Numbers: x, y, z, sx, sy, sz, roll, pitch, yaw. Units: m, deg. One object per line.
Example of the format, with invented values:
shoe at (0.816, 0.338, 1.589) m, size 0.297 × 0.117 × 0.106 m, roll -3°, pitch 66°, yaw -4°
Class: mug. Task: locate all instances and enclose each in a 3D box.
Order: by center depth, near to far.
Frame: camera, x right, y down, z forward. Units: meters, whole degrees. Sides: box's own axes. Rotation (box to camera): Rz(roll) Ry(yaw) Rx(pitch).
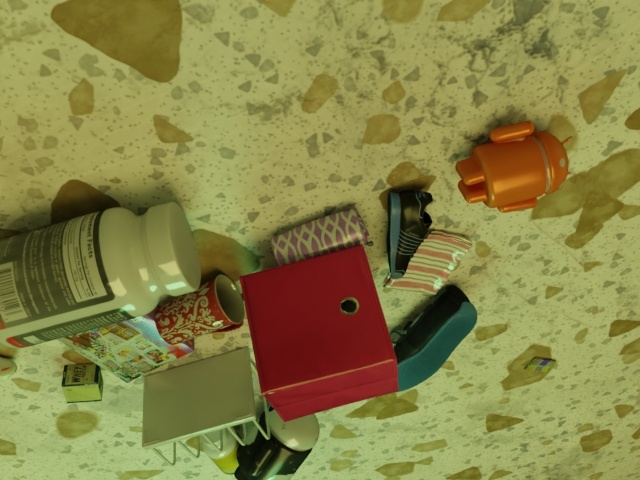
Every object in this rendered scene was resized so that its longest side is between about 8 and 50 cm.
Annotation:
mug at (-0.258, 0.172, 1.396) m, size 0.169 × 0.113 × 0.150 m, roll -24°, pitch 113°, yaw 16°

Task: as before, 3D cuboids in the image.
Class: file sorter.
file sorter at (-0.279, 0.425, 1.595) m, size 0.277 × 0.193 × 0.173 m, roll -17°, pitch 138°, yaw 4°

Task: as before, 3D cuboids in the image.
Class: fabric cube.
fabric cube at (0.002, 0.195, 1.309) m, size 0.258 × 0.254 × 0.259 m, roll -14°, pitch 152°, yaw 0°

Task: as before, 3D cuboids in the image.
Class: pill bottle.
pill bottle at (-0.422, 0.058, 1.179) m, size 0.362 × 0.210 × 0.210 m, roll -15°, pitch 136°, yaw 2°
pill bottle at (-0.275, 0.587, 1.818) m, size 0.103 × 0.103 × 0.184 m, roll -16°, pitch 136°, yaw 4°

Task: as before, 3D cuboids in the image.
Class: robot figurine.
robot figurine at (0.375, -0.138, 1.221) m, size 0.219 × 0.158 × 0.128 m, roll -14°, pitch 175°, yaw 2°
robot figurine at (-0.124, 0.565, 1.757) m, size 0.173 × 0.209 × 0.278 m, roll 28°, pitch 105°, yaw -26°

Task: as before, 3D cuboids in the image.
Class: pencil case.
pencil case at (0.000, 0.000, 1.312) m, size 0.206 × 0.087 × 0.088 m, roll -17°, pitch 169°, yaw 6°

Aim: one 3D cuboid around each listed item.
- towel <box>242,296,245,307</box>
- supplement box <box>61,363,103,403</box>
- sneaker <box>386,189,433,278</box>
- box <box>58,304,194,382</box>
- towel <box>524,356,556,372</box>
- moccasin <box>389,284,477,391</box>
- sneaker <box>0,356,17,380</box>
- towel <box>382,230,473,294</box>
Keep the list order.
towel at (-0.105, 0.124, 1.448) m, size 0.148 × 0.027 × 0.110 m, roll -39°, pitch 129°, yaw 26°
supplement box at (-0.576, 0.346, 1.543) m, size 0.083 × 0.056 × 0.083 m, roll -2°, pitch 135°, yaw -10°
sneaker at (0.188, -0.007, 1.343) m, size 0.090 × 0.081 × 0.232 m, roll -3°, pitch 134°, yaw 1°
box at (-0.449, 0.199, 1.423) m, size 0.200 × 0.057 × 0.293 m, roll -26°, pitch 134°, yaw 14°
towel at (0.646, 0.366, 1.871) m, size 0.083 × 0.009 × 0.060 m, roll 11°, pitch 130°, yaw -22°
moccasin at (0.264, 0.251, 1.597) m, size 0.137 × 0.117 × 0.342 m, roll 24°, pitch 122°, yaw -32°
sneaker at (-0.767, 0.272, 1.425) m, size 0.161 × 0.057 × 0.075 m, roll 13°, pitch 136°, yaw -20°
towel at (0.243, 0.057, 1.457) m, size 0.144 × 0.029 × 0.197 m, roll 10°, pitch 132°, yaw -20°
